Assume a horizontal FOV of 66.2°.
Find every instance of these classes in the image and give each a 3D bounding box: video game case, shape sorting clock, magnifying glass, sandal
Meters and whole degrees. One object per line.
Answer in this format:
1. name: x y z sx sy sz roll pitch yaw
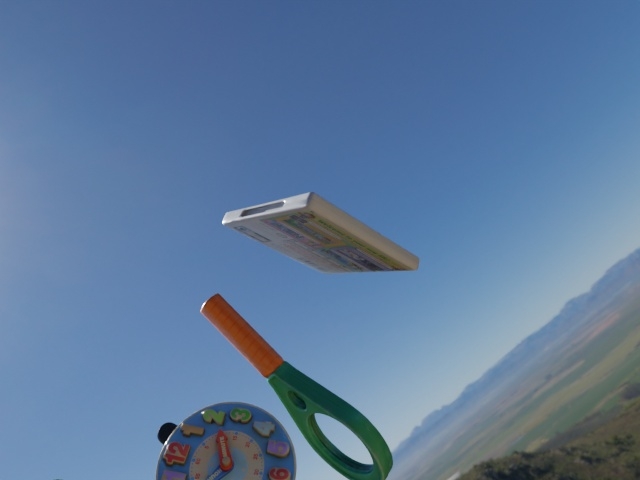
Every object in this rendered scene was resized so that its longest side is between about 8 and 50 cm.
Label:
1. video game case: 0.000 0.000 0.689 0.212 0.023 0.193 29 -23 -36
2. shape sorting clock: -0.138 0.335 0.727 0.206 0.206 0.040 -26 -39 -26
3. magnifying glass: -0.026 0.140 0.461 0.026 0.231 0.092 -39 -9 -38
4. sandal: -0.263 0.443 1.037 0.040 0.179 0.067 -54 1 25

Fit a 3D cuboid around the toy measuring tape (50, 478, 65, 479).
1. toy measuring tape: -0.627 0.698 1.239 0.121 0.330 0.121 -39 21 18
